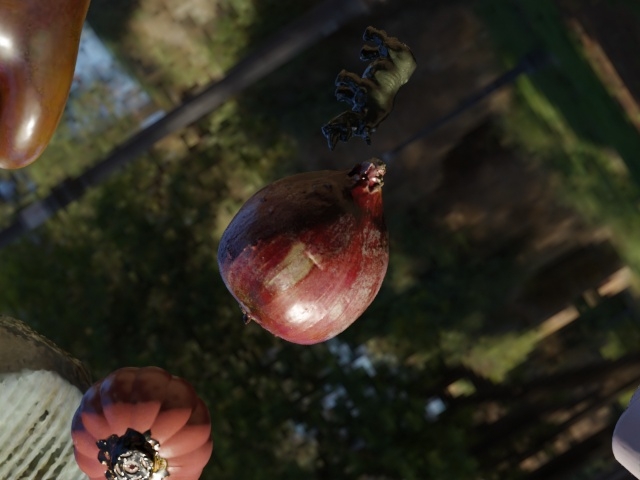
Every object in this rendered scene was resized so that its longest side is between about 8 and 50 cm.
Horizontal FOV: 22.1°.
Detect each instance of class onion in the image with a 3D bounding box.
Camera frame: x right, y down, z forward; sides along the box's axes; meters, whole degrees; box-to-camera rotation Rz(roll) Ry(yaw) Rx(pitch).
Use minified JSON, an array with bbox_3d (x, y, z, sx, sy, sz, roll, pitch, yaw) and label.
[{"bbox_3d":[0.000,0.000,1.504,0.159,0.195,0.159,38,-163,-14],"label":"onion"}]

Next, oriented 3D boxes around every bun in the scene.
[{"bbox_3d":[-0.394,0.245,1.802,0.211,0.362,0.362,28,168,32],"label":"bun"}]

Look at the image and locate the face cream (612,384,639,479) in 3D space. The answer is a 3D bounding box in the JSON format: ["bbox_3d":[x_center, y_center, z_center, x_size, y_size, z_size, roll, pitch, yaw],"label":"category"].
[{"bbox_3d":[0.342,0.191,1.372,0.073,0.107,0.269,32,-177,-25],"label":"face cream"}]

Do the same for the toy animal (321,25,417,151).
[{"bbox_3d":[0.045,-0.145,1.645,0.065,0.135,0.047,27,161,14],"label":"toy animal"}]

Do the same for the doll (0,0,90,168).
[{"bbox_3d":[-0.334,-0.192,1.227,0.340,0.317,0.209,1,-153,-28],"label":"doll"}]

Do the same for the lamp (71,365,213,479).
[{"bbox_3d":[-0.134,0.146,1.231,0.107,0.107,0.092,56,-165,-18],"label":"lamp"}]
